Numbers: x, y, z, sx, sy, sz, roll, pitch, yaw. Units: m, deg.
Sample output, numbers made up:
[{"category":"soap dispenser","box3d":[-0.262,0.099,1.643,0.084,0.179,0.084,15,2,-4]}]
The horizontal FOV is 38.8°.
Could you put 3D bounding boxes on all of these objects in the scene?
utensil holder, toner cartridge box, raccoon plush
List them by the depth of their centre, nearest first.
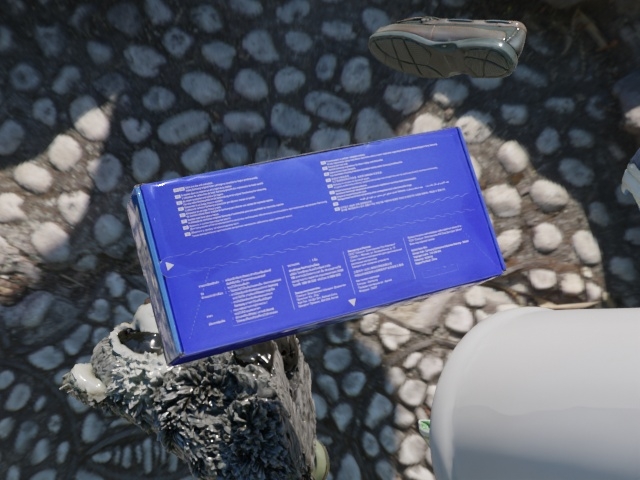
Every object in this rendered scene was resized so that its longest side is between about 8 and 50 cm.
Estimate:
[{"category":"toner cartridge box","box3d":[0.000,0.000,0.901,0.347,0.075,0.165,-12,79,-22]},{"category":"utensil holder","box3d":[0.372,0.234,1.051,0.327,0.385,0.328,4,82,-31]},{"category":"raccoon plush","box3d":[-0.167,0.289,1.170,0.299,0.216,0.447,-11,66,11]}]

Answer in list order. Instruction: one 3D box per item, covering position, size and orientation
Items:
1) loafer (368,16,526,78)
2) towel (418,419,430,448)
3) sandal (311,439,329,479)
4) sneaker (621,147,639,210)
[{"category":"loafer","box3d":[0.205,-0.318,1.466,0.267,0.096,0.084,15,61,35]},{"category":"towel","box3d":[0.330,0.410,1.525,0.325,0.247,0.038,48,57,-25]},{"category":"sandal","box3d":[-0.102,0.478,1.658,0.120,0.086,0.303,43,105,37]},{"category":"sneaker","box3d":[0.731,-0.075,1.713,0.322,0.236,0.130,37,42,5]}]
